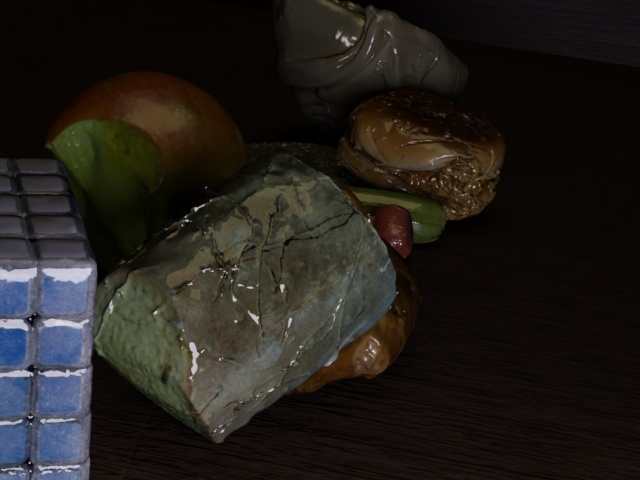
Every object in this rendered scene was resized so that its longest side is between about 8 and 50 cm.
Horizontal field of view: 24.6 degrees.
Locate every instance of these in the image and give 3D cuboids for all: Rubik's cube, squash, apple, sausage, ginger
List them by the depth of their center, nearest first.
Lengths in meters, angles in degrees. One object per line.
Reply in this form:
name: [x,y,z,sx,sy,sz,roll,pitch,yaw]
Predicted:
Rubik's cube: [-0.316,0.075,1.214,0.237,0.237,0.238,1,23,-18]
ginger: [0.043,0.074,1.596,0.133,0.107,0.309,21,21,-2]
apple: [-0.204,-0.070,1.726,0.246,0.246,0.226,-3,37,-30]
sausage: [0.095,-0.011,1.938,0.054,0.059,0.094,-17,33,14]
squash: [0.058,-0.039,2.016,0.239,0.069,0.069,7,17,0]

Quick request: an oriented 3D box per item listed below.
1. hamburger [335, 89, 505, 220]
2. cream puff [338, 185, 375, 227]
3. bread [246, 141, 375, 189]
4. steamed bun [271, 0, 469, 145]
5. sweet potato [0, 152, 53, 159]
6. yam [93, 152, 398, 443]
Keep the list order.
hamburger: [0.152,-0.131,2.171,0.243,0.146,0.286,10,26,-15]
cream puff: [0.004,0.000,1.791,0.144,0.126,0.103,-2,49,-52]
bread: [-0.019,-0.106,2.242,0.267,0.040,0.267,7,18,-2]
steamed bun: [0.060,-0.263,2.427,0.310,0.219,0.324,20,-3,28]
sweet potato: [-0.328,-0.088,1.987,0.112,0.085,0.286,17,19,42]
yam: [-0.083,0.051,1.394,0.202,0.201,0.271,18,51,43]
